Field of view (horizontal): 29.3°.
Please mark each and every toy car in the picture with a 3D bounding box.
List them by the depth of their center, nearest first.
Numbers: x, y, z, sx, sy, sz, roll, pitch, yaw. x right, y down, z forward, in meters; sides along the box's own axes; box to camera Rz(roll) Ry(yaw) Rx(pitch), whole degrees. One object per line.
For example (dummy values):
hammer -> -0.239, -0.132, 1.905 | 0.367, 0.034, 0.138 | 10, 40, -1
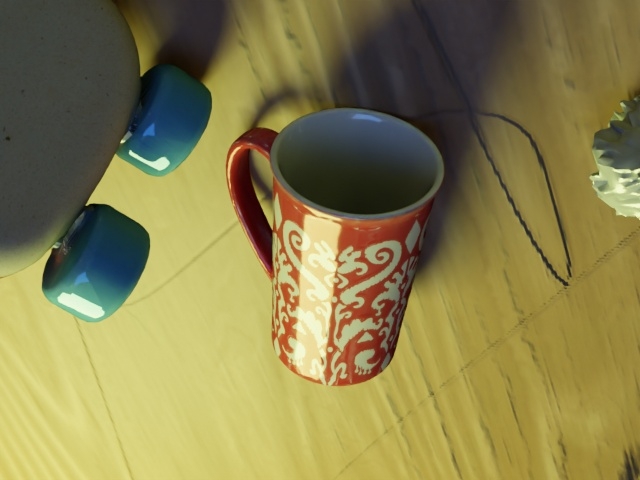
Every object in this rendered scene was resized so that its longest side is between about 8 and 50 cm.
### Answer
toy car -> -0.238, -0.065, 0.822 | 0.219, 0.210, 0.238 | 32, 156, -27

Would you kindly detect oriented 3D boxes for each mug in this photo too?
mug -> 0.010, -0.001, 0.847 | 0.113, 0.150, 0.169 | -15, 135, -21

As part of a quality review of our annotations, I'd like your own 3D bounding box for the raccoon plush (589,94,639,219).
raccoon plush -> 0.426, -0.005, 0.729 | 0.446, 0.216, 0.299 | 10, 149, 43
